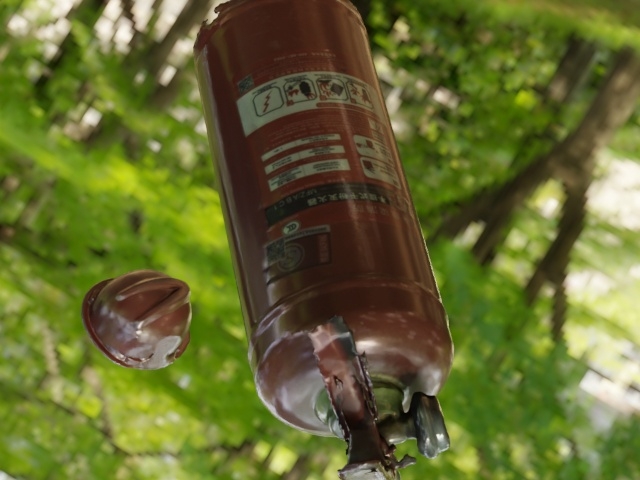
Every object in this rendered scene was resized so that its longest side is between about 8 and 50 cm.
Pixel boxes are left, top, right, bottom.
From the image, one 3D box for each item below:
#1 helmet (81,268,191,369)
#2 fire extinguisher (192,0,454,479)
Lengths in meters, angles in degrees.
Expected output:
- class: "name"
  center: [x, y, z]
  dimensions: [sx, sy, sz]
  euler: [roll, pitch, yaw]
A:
- class: "helmet"
  center: [-0.137, 0.052, 1.458]
  dimensions: [0.089, 0.057, 0.111]
  euler: [53, -145, 13]
- class: "fire extinguisher"
  center: [0.000, 0.000, 0.923]
  dimensions: [0.147, 0.107, 0.337]
  euler: [64, -171, -50]
